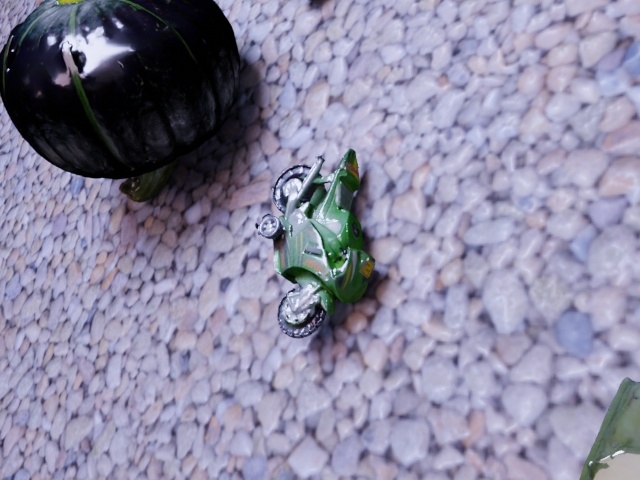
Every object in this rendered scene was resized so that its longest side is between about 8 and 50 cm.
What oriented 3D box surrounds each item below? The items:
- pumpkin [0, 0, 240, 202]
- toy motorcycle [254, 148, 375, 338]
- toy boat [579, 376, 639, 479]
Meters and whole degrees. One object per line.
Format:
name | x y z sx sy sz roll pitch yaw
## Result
pumpkin | -0.232 -0.182 0.829 0.296 0.296 0.295 -18 60 33
toy motorcycle | 0.000 0.000 0.642 0.106 0.074 0.190 -16 59 22
toy boat | 0.182 0.225 0.393 0.093 0.055 0.293 3 72 37
